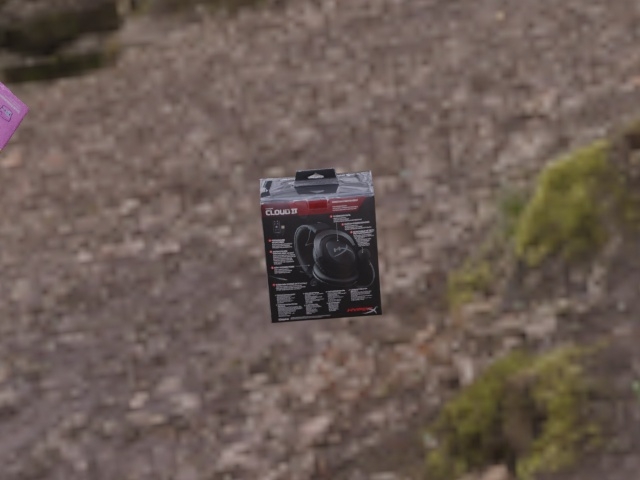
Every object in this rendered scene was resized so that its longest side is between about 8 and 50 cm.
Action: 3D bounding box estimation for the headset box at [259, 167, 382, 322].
[{"bbox_3d":[0.000,0.000,1.054,0.062,0.083,0.032,-5,27,0],"label":"headset box"}]

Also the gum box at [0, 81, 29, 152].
[{"bbox_3d":[-0.324,-0.048,1.536,0.188,0.062,0.107,-35,21,35],"label":"gum box"}]
